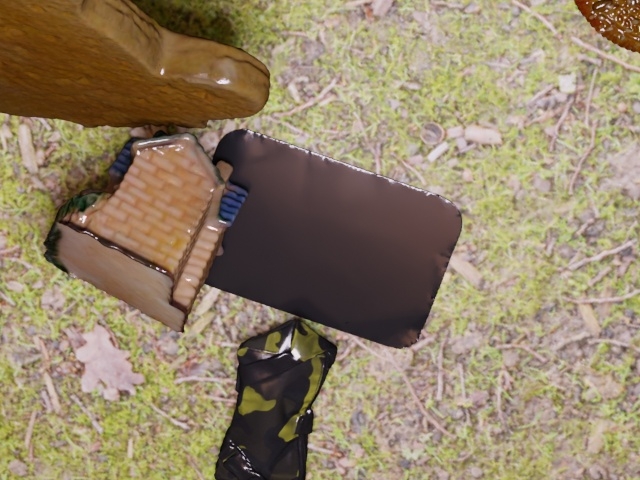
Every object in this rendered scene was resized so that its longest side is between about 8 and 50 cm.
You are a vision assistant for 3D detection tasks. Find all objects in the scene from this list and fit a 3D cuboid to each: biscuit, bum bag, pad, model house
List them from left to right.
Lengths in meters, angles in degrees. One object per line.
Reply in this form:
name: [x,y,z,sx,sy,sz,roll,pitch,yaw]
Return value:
biscuit: [-0.268,-0.202,1.794,0.368,0.394,0.076,2,74,37]
model house: [-0.164,-0.033,1.937,0.166,0.183,0.172,29,72,2]
bum bag: [-0.049,0.186,2.054,0.107,0.060,0.232,8,112,-5]
pad: [0.000,0.000,2.014,0.267,0.004,0.181,20,110,-1]
biscuit: [0.308,-0.252,1.879,0.126,0.025,0.206,-39,100,18]
